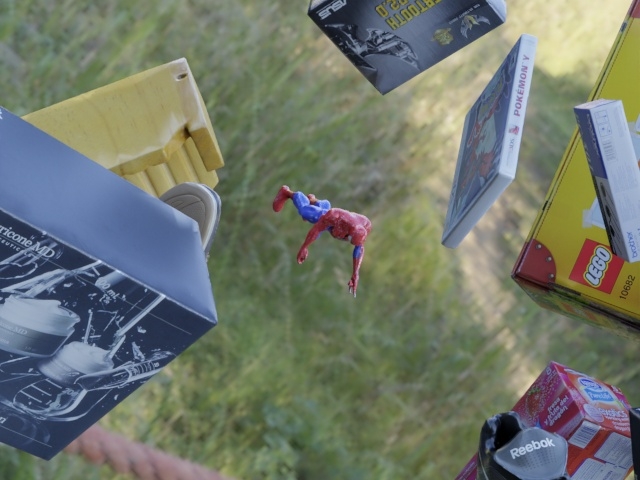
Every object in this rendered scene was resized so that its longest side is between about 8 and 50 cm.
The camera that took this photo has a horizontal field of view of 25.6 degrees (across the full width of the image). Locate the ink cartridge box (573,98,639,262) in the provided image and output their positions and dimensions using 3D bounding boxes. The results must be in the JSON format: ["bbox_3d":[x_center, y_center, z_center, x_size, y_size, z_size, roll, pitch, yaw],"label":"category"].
[{"bbox_3d":[0.385,-0.079,1.837,0.097,0.046,0.207,-108,-178,-83],"label":"ink cartridge box"}]

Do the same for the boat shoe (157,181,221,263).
[{"bbox_3d":[-0.207,0.034,1.950,0.103,0.285,0.092,36,28,19],"label":"boat shoe"}]

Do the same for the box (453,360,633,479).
[{"bbox_3d":[0.296,0.302,1.855,0.128,0.257,0.122,23,25,-27],"label":"box"}]

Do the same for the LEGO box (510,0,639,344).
[{"bbox_3d":[0.564,-0.085,2.088,0.373,0.500,0.193,22,-7,27],"label":"LEGO box"}]

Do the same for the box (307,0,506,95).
[{"bbox_3d":[0.125,-0.338,2.056,0.183,0.231,0.056,45,34,-26],"label":"box"}]

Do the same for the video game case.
[{"bbox_3d":[0.190,-0.109,1.603,0.023,0.201,0.183,17,64,-7],"label":"video game case"}]

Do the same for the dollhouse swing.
[{"bbox_3d":[-0.314,-0.069,2.216,0.315,0.347,0.305,-112,-178,-53],"label":"dollhouse swing"}]

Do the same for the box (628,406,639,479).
[{"bbox_3d":[0.470,0.248,1.554,0.261,0.184,0.103,-133,-147,-81],"label":"box"}]

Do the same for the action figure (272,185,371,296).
[{"bbox_3d":[0.000,0.000,2.295,0.091,0.139,0.280,15,2,-25],"label":"action figure"}]

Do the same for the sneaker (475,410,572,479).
[{"bbox_3d":[0.188,0.218,1.198,0.234,0.078,0.106,-133,-147,-65],"label":"sneaker"}]

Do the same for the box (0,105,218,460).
[{"bbox_3d":[-0.355,0.056,1.634,0.343,0.312,0.179,31,29,-38],"label":"box"}]
